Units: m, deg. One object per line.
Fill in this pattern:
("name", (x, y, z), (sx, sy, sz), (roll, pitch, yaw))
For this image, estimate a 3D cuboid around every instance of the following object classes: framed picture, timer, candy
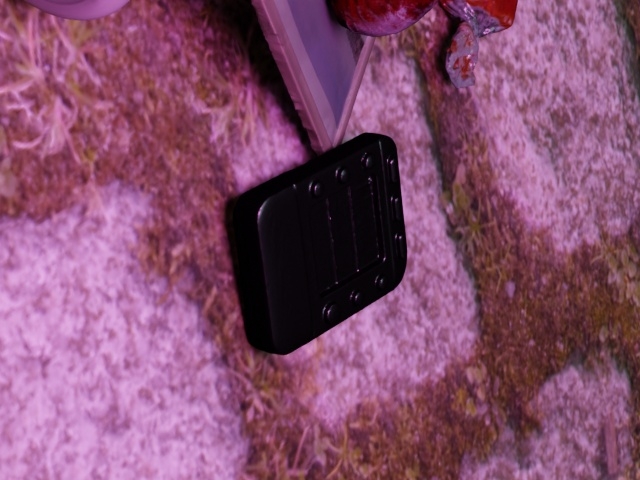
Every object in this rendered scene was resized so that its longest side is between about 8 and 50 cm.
("framed picture", (0.008, -0.213, 1.574), (0.289, 0.016, 0.213), (66, 38, -63))
("timer", (0.000, 0.000, 1.628), (0.187, 0.055, 0.144), (-29, 120, -43))
("candy", (0.159, -0.281, 1.823), (0.086, 0.059, 0.292), (26, 71, -50))

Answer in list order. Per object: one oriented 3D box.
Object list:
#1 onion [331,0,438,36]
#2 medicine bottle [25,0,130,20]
("onion", (0.064, -0.257, 1.532), (0.151, 0.098, 0.206), (-55, 152, -57))
("medicine bottle", (-0.118, -0.291, 1.397), (0.289, 0.157, 0.157), (-47, 125, -40))
